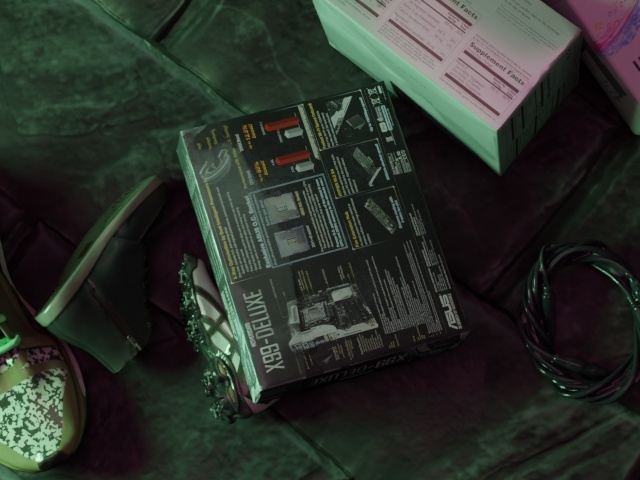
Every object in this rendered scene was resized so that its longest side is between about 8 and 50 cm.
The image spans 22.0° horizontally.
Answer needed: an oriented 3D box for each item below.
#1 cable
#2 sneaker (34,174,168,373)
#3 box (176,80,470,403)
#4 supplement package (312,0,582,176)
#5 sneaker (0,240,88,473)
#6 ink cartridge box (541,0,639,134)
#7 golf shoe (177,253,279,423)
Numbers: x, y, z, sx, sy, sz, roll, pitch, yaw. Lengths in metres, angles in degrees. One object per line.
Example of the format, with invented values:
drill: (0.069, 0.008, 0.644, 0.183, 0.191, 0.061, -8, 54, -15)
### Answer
cable: (0.292, 0.086, 1.814, 0.150, 0.047, 0.184, -35, 79, 4)
sneaker: (-0.218, 0.037, 1.874, 0.118, 0.083, 0.222, 41, 68, -17)
box: (0.000, 0.000, 1.814, 0.242, 0.076, 0.307, -16, 77, -13)
supplement package: (0.140, -0.223, 1.809, 0.262, 0.204, 0.145, 40, 86, 13)
sneaker: (-0.400, 0.074, 1.824, 0.158, 0.182, 0.410, -31, 77, 0)
ink cartridge box: (0.376, -0.254, 1.780, 0.207, 0.119, 0.353, -37, 96, -1)
golf shoe: (-0.101, 0.103, 1.847, 0.094, 0.077, 0.198, -16, 78, -14)
